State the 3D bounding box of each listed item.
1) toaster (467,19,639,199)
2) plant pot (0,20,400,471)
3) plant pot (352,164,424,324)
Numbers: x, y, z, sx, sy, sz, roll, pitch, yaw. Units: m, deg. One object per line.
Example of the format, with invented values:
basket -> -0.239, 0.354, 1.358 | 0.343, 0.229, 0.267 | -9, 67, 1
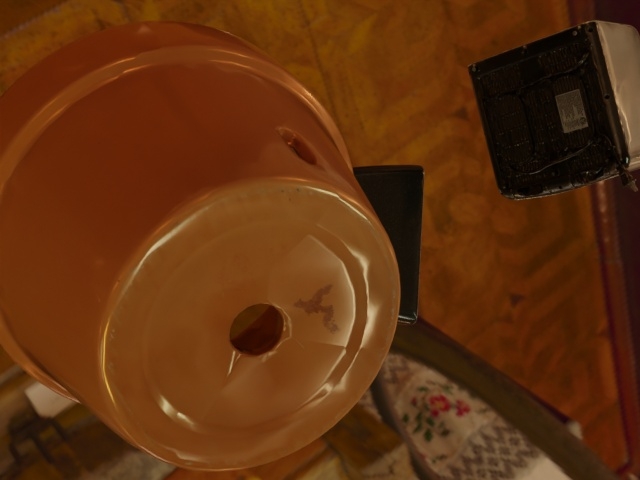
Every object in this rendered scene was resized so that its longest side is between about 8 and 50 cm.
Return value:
toaster -> 0.267, -0.132, 1.135 | 0.110, 0.168, 0.185 | -14, 89, -44
plant pot -> -0.081, 0.016, 0.709 | 0.291, 0.203, 0.291 | -11, 117, -23
plant pot -> 0.000, 0.000, 1.257 | 0.167, 0.187, 0.188 | 7, 84, -30
